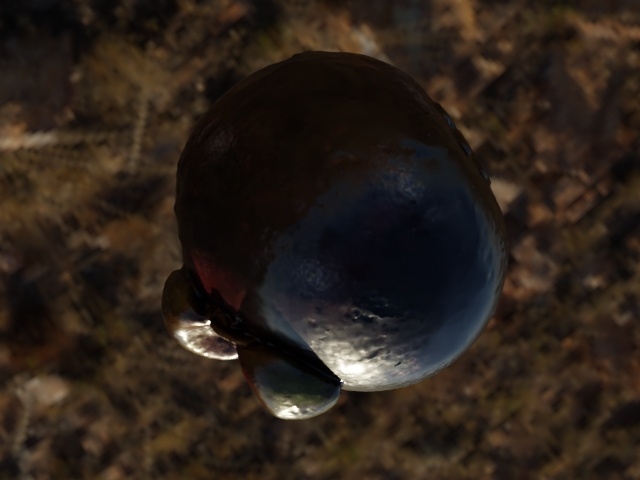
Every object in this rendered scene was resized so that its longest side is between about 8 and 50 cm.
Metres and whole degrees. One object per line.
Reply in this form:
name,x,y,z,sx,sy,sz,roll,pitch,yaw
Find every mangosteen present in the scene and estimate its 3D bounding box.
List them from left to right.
mangosteen,0.000,0.000,0.756,0.152,0.152,0.152,-25,147,-18
